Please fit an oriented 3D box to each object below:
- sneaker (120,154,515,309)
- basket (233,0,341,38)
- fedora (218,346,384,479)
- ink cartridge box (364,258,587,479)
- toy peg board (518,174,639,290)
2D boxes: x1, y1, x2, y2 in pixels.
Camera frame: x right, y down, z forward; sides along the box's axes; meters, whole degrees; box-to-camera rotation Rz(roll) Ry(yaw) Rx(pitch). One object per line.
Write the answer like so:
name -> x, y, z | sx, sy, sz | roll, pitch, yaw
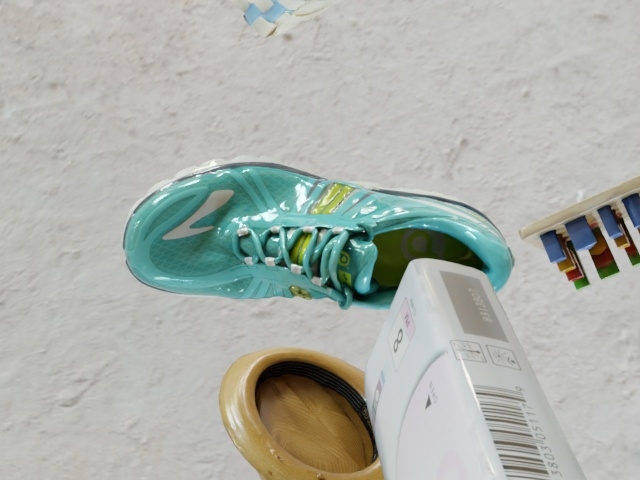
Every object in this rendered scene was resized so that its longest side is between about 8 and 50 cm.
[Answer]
sneaker -> 0.000, 0.000, 0.628 | 0.276, 0.110, 0.106 | 1, 102, -6
basket -> -0.040, -0.338, 0.759 | 0.201, 0.255, 0.289 | -40, 105, -25
fedora -> -0.012, 0.185, 0.843 | 0.194, 0.079, 0.194 | 16, 34, -11
ink cartridge box -> 0.050, 0.155, 0.479 | 0.066, 0.189, 0.232 | 14, 118, -16
toy peg board -> 0.350, -0.002, 1.111 | 0.161, 0.161, 0.079 | 14, 53, -63
